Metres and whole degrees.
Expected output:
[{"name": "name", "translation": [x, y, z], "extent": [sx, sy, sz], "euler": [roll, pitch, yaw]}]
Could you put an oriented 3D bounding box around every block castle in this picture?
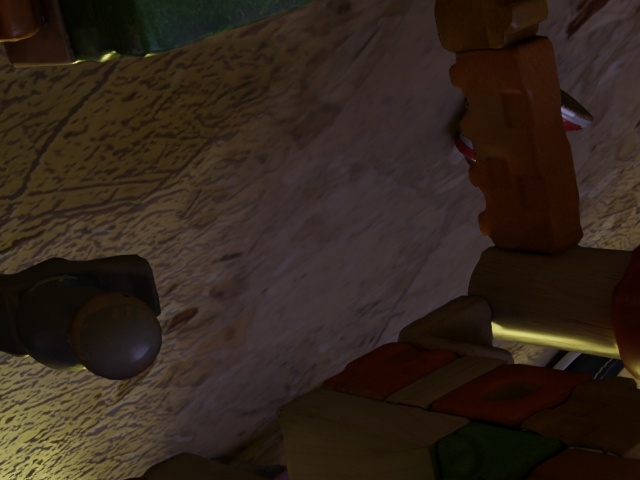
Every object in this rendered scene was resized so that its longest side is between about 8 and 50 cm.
[{"name": "block castle", "translation": [0.000, 0.000, 0.490], "extent": [0.453, 0.213, 0.303], "euler": [-24, 108, -35]}]

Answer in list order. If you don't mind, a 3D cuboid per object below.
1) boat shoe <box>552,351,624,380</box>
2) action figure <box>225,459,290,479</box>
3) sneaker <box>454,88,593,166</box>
[{"name": "boat shoe", "translation": [0.264, 0.209, 1.478], "extent": [0.302, 0.091, 0.114], "euler": [-48, 154, 10]}, {"name": "action figure", "translation": [0.026, 0.358, 1.045], "extent": [0.276, 0.370, 0.248], "euler": [-38, 157, -18]}, {"name": "sneaker", "translation": [0.137, -0.075, 0.914], "extent": [0.118, 0.042, 0.067], "euler": [4, 125, -47]}]
